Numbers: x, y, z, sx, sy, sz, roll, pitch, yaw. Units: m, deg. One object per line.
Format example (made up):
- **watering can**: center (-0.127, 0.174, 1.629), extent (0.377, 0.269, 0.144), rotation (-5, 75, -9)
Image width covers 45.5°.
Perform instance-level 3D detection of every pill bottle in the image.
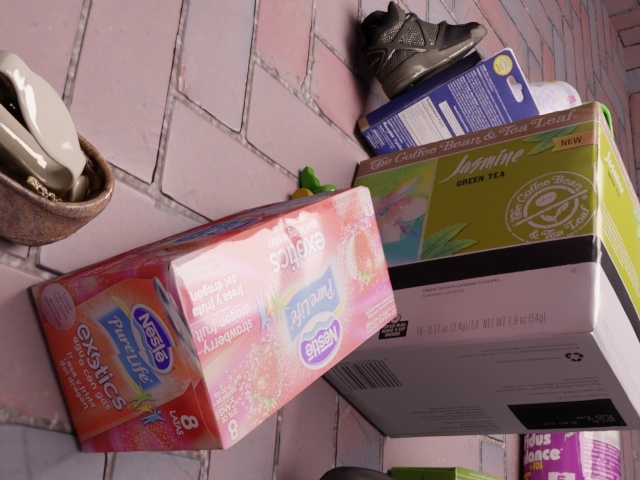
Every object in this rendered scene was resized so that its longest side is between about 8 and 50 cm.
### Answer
- **pill bottle**: center (0.458, 0.363, 1.395), extent (0.169, 0.169, 0.301), rotation (42, 47, -44)

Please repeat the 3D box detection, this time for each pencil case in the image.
- **pencil case**: center (0.272, -0.194, 1.197), extent (0.273, 0.113, 0.124), rotation (-3, 58, -19)

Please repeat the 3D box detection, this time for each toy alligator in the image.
- **toy alligator**: center (0.000, 0.000, 0.887), extent (0.056, 0.051, 0.189), rotation (24, 61, -53)

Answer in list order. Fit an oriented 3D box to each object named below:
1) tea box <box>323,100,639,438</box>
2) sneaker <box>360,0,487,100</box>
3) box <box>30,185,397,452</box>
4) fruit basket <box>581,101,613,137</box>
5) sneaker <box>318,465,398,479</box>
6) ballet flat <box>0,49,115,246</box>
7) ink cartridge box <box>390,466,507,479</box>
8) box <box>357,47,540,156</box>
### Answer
- **tea box**: center (0.206, 0.048, 0.937), extent (0.220, 0.329, 0.323), rotation (50, 41, -38)
- **sneaker**: center (0.147, -0.300, 1.113), extent (0.228, 0.087, 0.130), rotation (-32, 84, -31)
- **box**: center (-0.070, 0.055, 0.667), extent (0.300, 0.154, 0.142), rotation (-26, 103, -58)
- **fruit basket**: center (0.388, -0.059, 1.348), extent (0.392, 0.283, 0.391), rotation (-7, 90, -76)
- **sneaker**: center (0.039, 0.459, 0.706), extent (0.257, 0.169, 0.447), rotation (-23, 103, -59)
- **ballet flat**: center (-0.246, -0.119, 0.482), extent (0.316, 0.106, 0.107), rotation (49, 43, -39)
- **ink cartridge box**: center (0.171, 0.434, 0.989), extent (0.189, 0.097, 0.255), rotation (31, 55, -51)
- **box**: center (0.182, -0.171, 1.069), extent (0.136, 0.225, 0.036), rotation (50, 18, -38)
